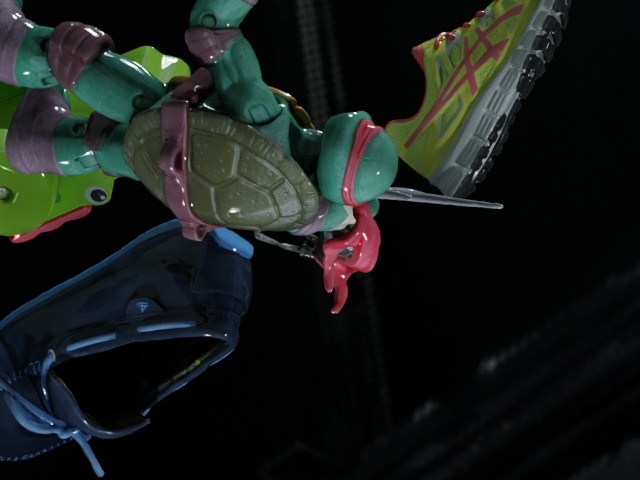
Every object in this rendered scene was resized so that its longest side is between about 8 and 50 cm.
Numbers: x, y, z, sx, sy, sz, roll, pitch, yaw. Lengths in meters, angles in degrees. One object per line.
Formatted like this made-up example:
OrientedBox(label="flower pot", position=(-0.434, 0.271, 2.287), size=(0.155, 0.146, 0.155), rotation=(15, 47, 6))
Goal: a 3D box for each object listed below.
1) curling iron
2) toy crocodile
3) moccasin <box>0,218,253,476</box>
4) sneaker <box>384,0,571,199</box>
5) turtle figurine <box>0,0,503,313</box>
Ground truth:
OrientedBox(label="curling iron", position=(0.000, 0.000, 1.147), size=(0.274, 0.068, 0.035), rotation=(-155, -97, -85))
OrientedBox(label="toy crocodile", position=(-0.227, -0.025, 1.179), size=(0.340, 0.105, 0.115), rotation=(-23, -145, 16))
OrientedBox(label="moccasin", position=(-0.186, 0.102, 1.539), size=(0.342, 0.137, 0.117), rotation=(-41, -139, 40))
OrientedBox(label="sneaker", position=(0.118, -0.139, 1.453), size=(0.094, 0.081, 0.208), rotation=(30, -91, 15))
OrientedBox(label="turtle figurine", position=(-0.041, -0.058, 0.857), size=(0.234, 0.175, 0.118), rotation=(11, -139, 20))
